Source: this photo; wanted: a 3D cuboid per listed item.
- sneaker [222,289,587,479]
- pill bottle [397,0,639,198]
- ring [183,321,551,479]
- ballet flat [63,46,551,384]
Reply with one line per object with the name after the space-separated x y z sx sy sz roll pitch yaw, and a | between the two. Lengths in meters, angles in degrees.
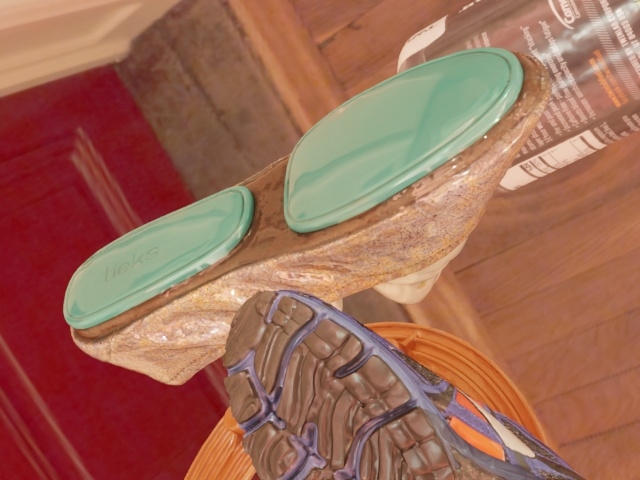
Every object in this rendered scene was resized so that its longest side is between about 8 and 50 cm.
0.049 0.100 0.466 0.221 0.087 0.083 40 106 5 | sneaker
0.142 -0.110 0.704 0.246 0.130 0.130 -26 96 24 | pill bottle
0.000 0.204 0.662 0.336 0.336 0.032 -21 140 34 | ring
0.000 0.000 0.574 0.316 0.107 0.106 -24 130 30 | ballet flat
